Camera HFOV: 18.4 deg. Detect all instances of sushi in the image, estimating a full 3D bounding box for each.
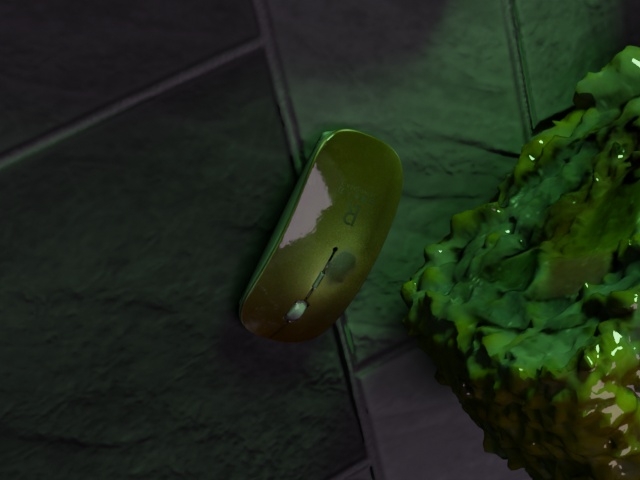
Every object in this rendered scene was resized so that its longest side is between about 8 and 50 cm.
[{"bbox_3d":[0.275,0.034,1.706,0.396,0.351,0.240,-44,121,-8],"label":"sushi"}]

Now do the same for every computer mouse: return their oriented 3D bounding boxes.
[{"bbox_3d":[0.001,0.000,1.697,0.102,0.045,0.199,21,100,-36],"label":"computer mouse"}]
